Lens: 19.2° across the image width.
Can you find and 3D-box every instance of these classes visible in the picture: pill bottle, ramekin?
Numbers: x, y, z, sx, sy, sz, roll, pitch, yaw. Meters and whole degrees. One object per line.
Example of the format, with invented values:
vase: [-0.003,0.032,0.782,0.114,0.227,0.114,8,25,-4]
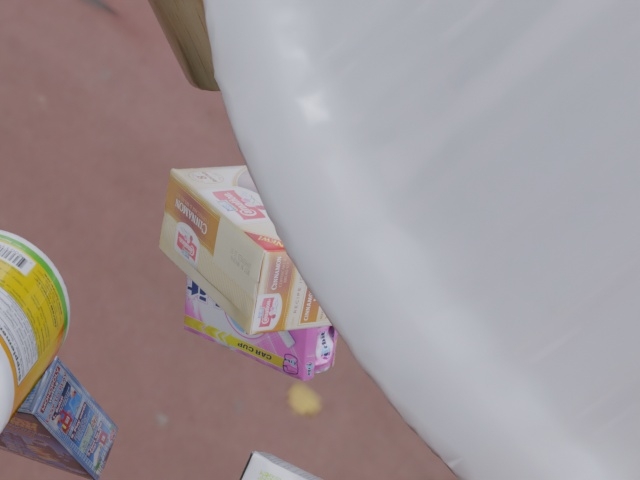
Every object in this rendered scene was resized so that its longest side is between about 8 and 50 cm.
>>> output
pill bottle: [-0.288,0.092,1.449,0.136,0.136,0.246,35,21,-4]
ramekin: [0.122,-0.051,0.454,0.277,0.135,0.277,23,46,-26]

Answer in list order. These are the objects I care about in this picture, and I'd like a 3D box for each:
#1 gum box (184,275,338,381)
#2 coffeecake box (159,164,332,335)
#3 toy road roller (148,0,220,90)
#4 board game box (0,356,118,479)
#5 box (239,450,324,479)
gum box: [-0.061,0.073,2.109,0.188,0.107,0.062,21,28,33]
coffeecake box: [0.000,0.000,1.356,0.185,0.068,0.142,-5,28,-32]
toy road roller: [0.015,-0.163,1.161,0.202,0.329,0.240,64,30,-28]
board game box: [-0.287,0.141,1.714,0.194,0.194,0.060,18,69,3]
box: [-0.016,0.362,1.520,0.232,0.322,0.058,24,-4,19]
